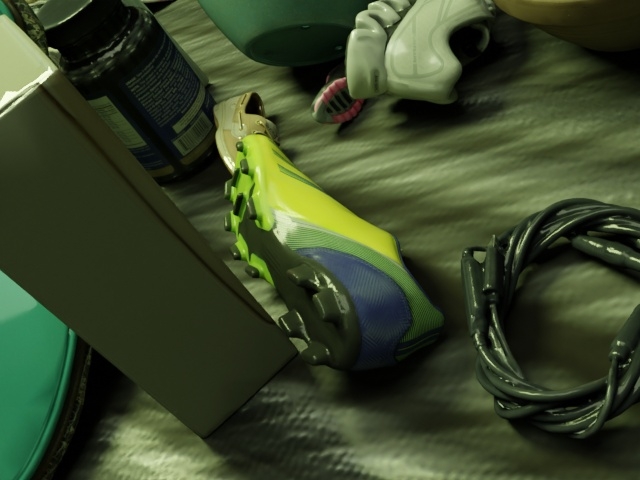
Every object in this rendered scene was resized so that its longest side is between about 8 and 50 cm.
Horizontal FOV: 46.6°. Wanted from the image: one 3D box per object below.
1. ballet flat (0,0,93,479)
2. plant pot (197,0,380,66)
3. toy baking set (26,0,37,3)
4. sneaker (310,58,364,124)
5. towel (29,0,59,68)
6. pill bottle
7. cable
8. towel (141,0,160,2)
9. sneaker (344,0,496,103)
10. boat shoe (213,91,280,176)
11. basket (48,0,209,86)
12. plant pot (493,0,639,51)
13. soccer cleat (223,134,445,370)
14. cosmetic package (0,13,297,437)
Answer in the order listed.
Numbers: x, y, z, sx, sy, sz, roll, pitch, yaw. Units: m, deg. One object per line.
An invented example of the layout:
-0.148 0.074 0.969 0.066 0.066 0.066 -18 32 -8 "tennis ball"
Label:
-0.293 0.005 0.710 0.164 0.182 0.483 -5 84 -5 "ballet flat"
-0.027 -0.309 0.825 0.290 0.290 0.196 -9 84 26 "plant pot"
-0.402 -0.433 1.279 0.256 0.030 0.197 11 42 12 "toy baking set"
0.023 -0.167 0.802 0.057 0.047 0.119 11 51 46 "sneaker"
-0.526 -0.363 1.250 0.324 0.056 0.312 -11 42 -6 "towel"
-0.207 -0.177 0.823 0.122 0.219 0.123 -18 44 18 "pill bottle"
0.174 0.050 0.505 0.150 0.047 0.185 -14 43 15 "cable"
-0.328 -0.446 1.249 0.144 0.029 0.197 -10 42 -11 "towel"
0.131 -0.243 0.770 0.118 0.110 0.292 17 59 20 "sneaker"
-0.074 -0.110 0.793 0.059 0.063 0.170 -31 43 10 "boat shoe"
-0.245 -0.222 0.936 0.113 0.167 0.103 17 69 42 "basket"
0.270 -0.248 0.664 0.237 0.110 0.237 -17 44 18 "plant pot"
0.000 0.001 0.632 0.121 0.093 0.289 -4 36 -26 "soccer cleat"
-0.160 0.000 0.563 0.113 0.309 0.160 -42 43 -7 "cosmetic package"
